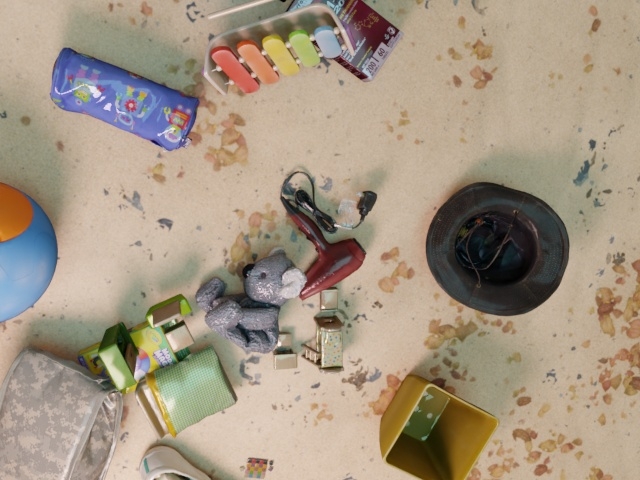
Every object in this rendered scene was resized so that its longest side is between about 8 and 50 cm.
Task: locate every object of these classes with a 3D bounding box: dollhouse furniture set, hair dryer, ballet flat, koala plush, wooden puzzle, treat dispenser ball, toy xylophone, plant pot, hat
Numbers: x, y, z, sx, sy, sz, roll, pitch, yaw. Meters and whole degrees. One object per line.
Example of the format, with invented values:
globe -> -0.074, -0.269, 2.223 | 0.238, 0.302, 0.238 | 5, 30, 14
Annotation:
dollhouse furniture set -> -0.030, 0.212, 1.594 | 0.161, 0.101, 0.182 | -3, 100, -11
hair dryer -> 0.000, 0.000, 1.594 | 0.223, 0.080, 0.293 | 12, 91, 2
ballet flat -> -0.260, 0.634, 1.607 | 0.400, 0.139, 0.139 | 40, 90, -15
koala plush -> -0.131, 0.121, 1.525 | 0.203, 0.196, 0.221 | 38, 90, -26
wooden puzzle -> -0.158, 0.561, 1.678 | 0.083, 0.006, 0.049 | 11, 97, -13
treat dispenser ball -> -0.668, 0.024, 1.336 | 0.288, 0.288, 0.288 | -2, 100, -11
dollhouse furniture set -> -0.315, 0.298, 1.472 | 0.197, 0.151, 0.301 | -24, 107, -7
toy xylophone -> -0.099, -0.401, 1.386 | 0.322, 0.236, 0.081 | -16, 76, 19
plant pot -> 0.260, 0.443, 1.649 | 0.212, 0.187, 0.212 | 29, 93, -15
hat -> 0.411, 0.024, 1.636 | 0.331, 0.134, 0.331 | 0, 87, 2

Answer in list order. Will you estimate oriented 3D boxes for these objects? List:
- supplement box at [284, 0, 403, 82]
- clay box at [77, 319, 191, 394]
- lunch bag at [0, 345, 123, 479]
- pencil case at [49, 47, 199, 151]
supplement box -> 0.048, -0.473, 1.507 | 0.239, 0.073, 0.130 | 33, 92, -14
clay box -> -0.417, 0.265, 1.550 | 0.222, 0.053, 0.127 | -24, 104, -6
lunch bag -> -0.556, 0.386, 1.447 | 0.235, 0.169, 0.287 | 21, 97, 17
pencil case -> -0.407, -0.286, 1.423 | 0.306, 0.119, 0.133 | 21, 103, -14
